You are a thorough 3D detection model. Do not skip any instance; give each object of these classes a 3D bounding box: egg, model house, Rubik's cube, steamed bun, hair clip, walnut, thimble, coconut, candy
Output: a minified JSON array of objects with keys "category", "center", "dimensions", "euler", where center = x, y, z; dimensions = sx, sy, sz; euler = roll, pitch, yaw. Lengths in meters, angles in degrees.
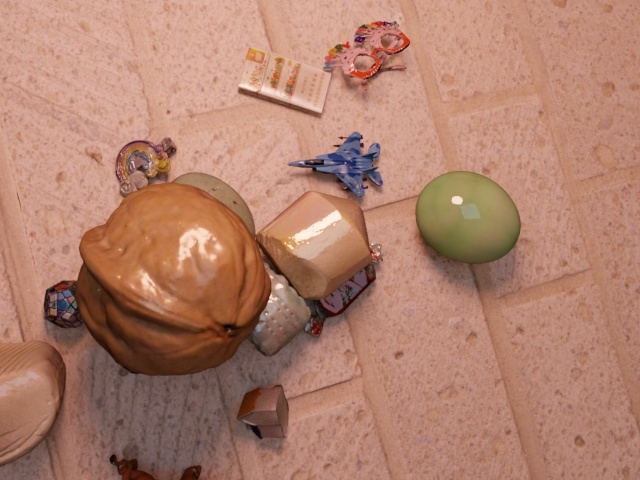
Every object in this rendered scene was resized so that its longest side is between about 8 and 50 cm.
[{"category":"egg","center":[-0.253,-0.053,1.266],"dimensions":[0.169,0.169,0.236],"euler":[-43,93,-13]},{"category":"egg","center":[0.366,-0.055,1.366],"dimensions":[0.269,0.220,0.220],"euler":[24,79,-18]},{"category":"model house","center":[-0.134,0.404,1.290],"dimensions":[0.100,0.088,0.101],"euler":[-7,118,11]},{"category":"Rubik's cube","center":[-0.560,0.141,1.222],"dimensions":[0.093,0.111,0.111],"euler":[4,82,-36]},{"category":"steamed bun","center":[-0.714,0.348,1.094],"dimensions":[0.383,0.247,0.236],"euler":[-4,95,-17]},{"category":"hair clip","center":[-0.424,-0.189,1.315],"dimensions":[0.172,0.049,0.116],"euler":[-33,77,-5]},{"category":"walnut","center":[-0.283,0.076,1.046],"dimensions":[0.381,0.381,0.381],"euler":[1,83,-11]},{"category":"thimble","center":[-0.137,0.150,1.260],"dimensions":[0.149,0.185,0.211],"euler":[-43,84,-14]},{"category":"coconut","center":[0.000,0.000,1.281],"dimensions":[0.244,0.239,0.239],"euler":[-38,92,-8]},{"category":"candy","center":[0.060,0.119,1.367],"dimensions":[0.292,0.059,0.086],"euler":[-44,90,-13]}]

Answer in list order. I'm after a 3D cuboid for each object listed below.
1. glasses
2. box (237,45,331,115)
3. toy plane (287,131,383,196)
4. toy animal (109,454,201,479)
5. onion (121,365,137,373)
[{"category":"glasses","center":[0.128,-0.489,1.447],"dimensions":[0.255,0.095,0.162],"euler":[-40,67,-19]},{"category":"box","center":[-0.090,-0.409,1.409],"dimensions":[0.220,0.032,0.122],"euler":[15,80,-9]},{"category":"toy plane","center":[0.039,-0.191,1.391],"dimensions":[0.246,0.078,0.169],"euler":[-4,84,-5]},{"category":"toy animal","center":[-0.317,0.550,1.193],"dimensions":[0.312,0.157,0.097],"euler":[13,80,-11]},{"category":"onion","center":[-0.415,0.190,1.246],"dimensions":[0.098,0.151,0.206],"euler":[-12,95,-46]}]
